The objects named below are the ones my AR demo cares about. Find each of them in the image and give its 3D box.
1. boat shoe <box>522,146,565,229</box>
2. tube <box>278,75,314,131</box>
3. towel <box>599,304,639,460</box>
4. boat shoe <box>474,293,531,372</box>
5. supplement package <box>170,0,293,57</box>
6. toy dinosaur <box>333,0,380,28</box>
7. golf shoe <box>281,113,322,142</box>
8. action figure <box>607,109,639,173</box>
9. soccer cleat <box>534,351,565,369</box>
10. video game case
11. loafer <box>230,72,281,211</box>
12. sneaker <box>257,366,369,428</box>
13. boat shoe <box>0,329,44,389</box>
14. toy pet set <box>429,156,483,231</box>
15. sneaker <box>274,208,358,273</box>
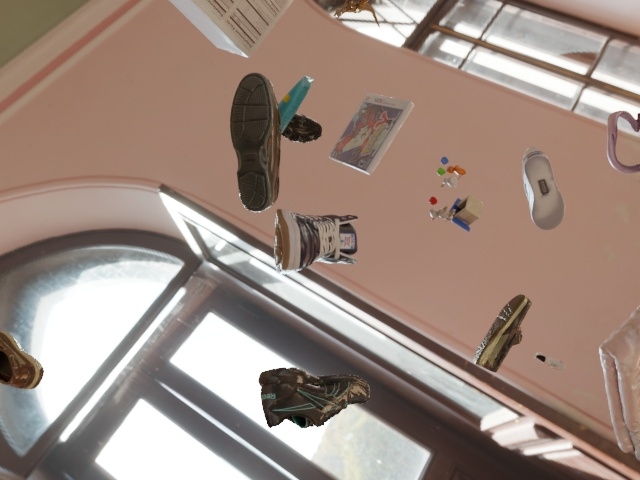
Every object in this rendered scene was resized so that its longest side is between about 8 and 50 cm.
[{"bbox_3d":[0.638,-0.150,1.319,0.084,0.095,0.258,-71,-35,-52],"label":"boat shoe"},{"bbox_3d":[-0.086,-0.269,1.000,0.207,0.052,0.080,-48,5,21],"label":"tube"},{"bbox_3d":[0.575,0.157,0.717,0.332,0.053,0.317,-38,-57,-11],"label":"towel"},{"bbox_3d":[0.487,0.245,1.201,0.223,0.073,0.080,-60,-4,12],"label":"boat shoe"},{"bbox_3d":[-0.187,-0.592,1.031,0.262,0.199,0.198,-52,-47,1],"label":"supplement package"},{"bbox_3d":[0.114,-0.682,1.332,0.211,0.064,0.112,-21,-24,-38],"label":"toy dinosaur"},{"bbox_3d":[-0.092,-0.306,1.172,0.094,0.198,0.077,-87,8,-49],"label":"golf shoe"},{"bbox_3d":[0.801,-0.139,0.979,0.370,0.276,0.248,6,-89,-45],"label":"action figure"},{"bbox_3d":[0.653,0.345,1.311,0.036,0.083,0.029,4,-72,-55],"label":"soccer cleat"},{"bbox_3d":[0.123,-0.277,1.173,0.023,0.183,0.201,29,-86,-37],"label":"video game case"},{"bbox_3d":[-0.123,-0.195,0.932,0.084,0.096,0.267,-29,-57,-66],"label":"loafer"},{"bbox_3d":[-0.009,0.319,0.913,0.101,0.267,0.106,-35,49,43],"label":"sneaker"},{"bbox_3d":[-0.806,0.285,1.140,0.095,0.257,0.095,-69,-21,-7],"label":"boat shoe"},{"bbox_3d":[0.251,-0.076,0.889,0.065,0.114,0.122,-47,15,57],"label":"toy pet set"},{"bbox_3d":[0.000,0.000,0.772,0.282,0.153,0.099,-149,62,-83],"label":"sneaker"}]
